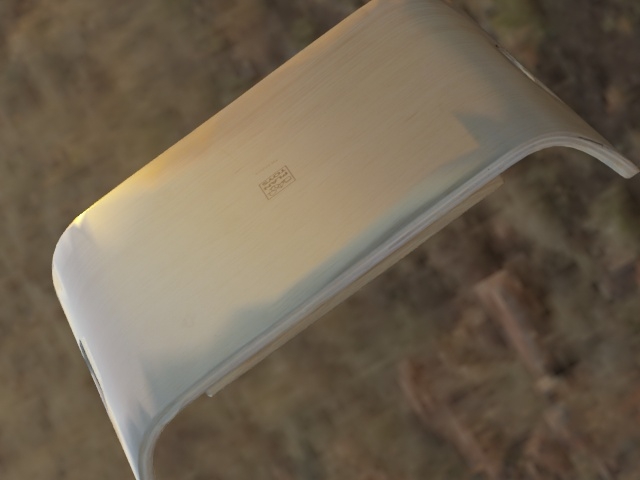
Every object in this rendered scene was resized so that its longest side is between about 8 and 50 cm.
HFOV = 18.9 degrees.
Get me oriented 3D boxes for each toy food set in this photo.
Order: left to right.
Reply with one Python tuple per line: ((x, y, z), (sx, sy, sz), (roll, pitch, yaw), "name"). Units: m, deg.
((0.000, 0.000, 1.055), (0.092, 0.306, 0.220), (52, -178, -32), "toy food set")
